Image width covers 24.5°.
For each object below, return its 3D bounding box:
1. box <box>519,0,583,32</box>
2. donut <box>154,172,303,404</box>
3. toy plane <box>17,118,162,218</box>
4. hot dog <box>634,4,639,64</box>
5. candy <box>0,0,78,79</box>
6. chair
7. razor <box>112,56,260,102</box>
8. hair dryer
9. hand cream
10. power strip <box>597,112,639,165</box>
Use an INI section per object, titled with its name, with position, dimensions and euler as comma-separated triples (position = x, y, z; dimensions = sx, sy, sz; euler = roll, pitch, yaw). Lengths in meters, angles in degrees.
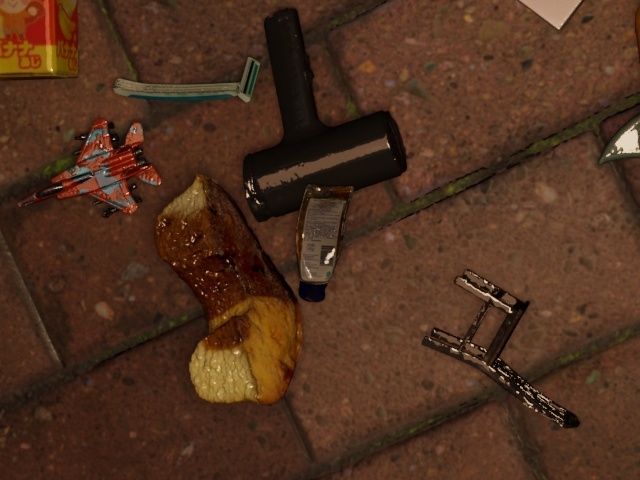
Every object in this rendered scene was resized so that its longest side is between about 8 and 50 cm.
[box]
position = 0.275, -0.340, 1.758
dimensions = 0.129, 0.051, 0.130
euler = 39, 100, 8
[donut]
position = -0.111, 0.074, 1.827
dimensions = 0.112, 0.151, 0.295
euler = -22, 75, 26
[toy plane]
position = -0.302, -0.080, 1.896
dimensions = 0.189, 0.061, 0.130
euler = -21, 89, 17
[hot dog]
position = 0.446, -0.102, 1.594
dimensions = 0.185, 0.223, 0.405
euler = -7, 90, 13
[candy]
position = -0.392, -0.344, 1.888
dimensions = 0.146, 0.088, 0.276
euler = -2, 93, 14
[chair]
position = 0.240, 0.131, 1.775
dimensions = 0.212, 0.084, 0.101
euler = 29, 102, 10
[razor]
position = -0.172, -0.194, 1.873
dimensions = 0.191, 0.037, 0.068
euler = -2, 48, 16
[hair dryer]
position = -0.018, -0.169, 1.821
dimensions = 0.197, 0.089, 0.251
euler = -17, 83, 13
[hand cream]
position = 0.000, 0.000, 1.816
dimensions = 0.062, 0.039, 0.163
euler = 5, 118, -9
[power strip]
position = 0.447, -0.083, 1.732
dimensions = 0.167, 0.054, 0.253
euler = -42, 84, 8
